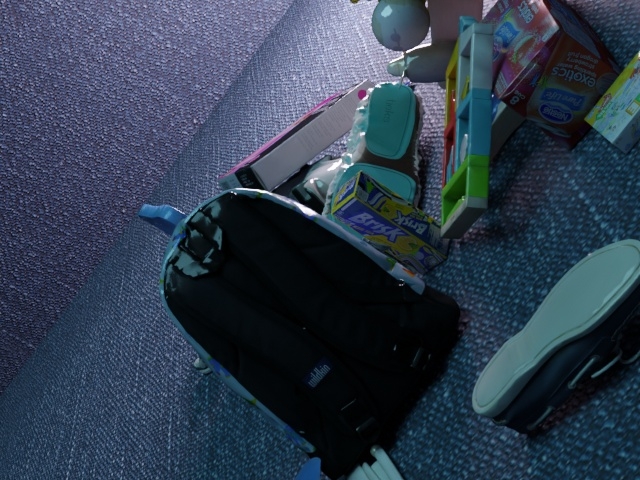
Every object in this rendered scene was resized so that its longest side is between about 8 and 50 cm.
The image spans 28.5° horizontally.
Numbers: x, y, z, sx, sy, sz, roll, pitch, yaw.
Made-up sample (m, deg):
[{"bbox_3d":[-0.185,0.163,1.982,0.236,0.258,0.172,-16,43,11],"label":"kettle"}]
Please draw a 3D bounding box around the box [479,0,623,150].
[{"bbox_3d":[0.302,-0.246,1.691,0.122,0.128,0.257,-49,20,21],"label":"box"}]

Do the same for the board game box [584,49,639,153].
[{"bbox_3d":[0.392,-0.186,1.518,0.154,0.026,0.103,-53,19,12],"label":"board game box"}]

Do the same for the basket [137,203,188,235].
[{"bbox_3d":[-0.174,0.019,2.201,0.201,0.289,0.255,-57,16,-7],"label":"basket"}]

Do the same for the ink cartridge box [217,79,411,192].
[{"bbox_3d":[-0.007,-0.199,2.295,0.371,0.069,0.176,-36,9,-23],"label":"ink cartridge box"}]

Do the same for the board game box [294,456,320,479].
[{"bbox_3d":[-0.015,0.357,1.564,0.168,0.033,0.133,-86,20,-48],"label":"board game box"}]

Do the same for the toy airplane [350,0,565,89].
[{"bbox_3d":[0.177,-0.383,1.869,0.384,0.386,0.272,-19,39,54],"label":"toy airplane"}]

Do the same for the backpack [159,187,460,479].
[{"bbox_3d":[-0.047,0.087,1.658,0.290,0.355,0.273,-56,13,3],"label":"backpack"}]

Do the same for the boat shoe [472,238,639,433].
[{"bbox_3d":[0.261,0.105,1.283,0.254,0.079,0.095,-52,21,22],"label":"boat shoe"}]

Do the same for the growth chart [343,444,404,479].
[{"bbox_3d":[0.025,0.361,1.549,0.237,0.021,0.172,-53,19,12],"label":"growth chart"}]

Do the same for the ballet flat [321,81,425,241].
[{"bbox_3d":[0.094,-0.089,2.014,0.147,0.147,0.409,-40,21,41],"label":"ballet flat"}]

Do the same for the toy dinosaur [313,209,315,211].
[{"bbox_3d":[0.000,0.000,2.115,0.053,0.092,0.183,-42,27,-3],"label":"toy dinosaur"}]

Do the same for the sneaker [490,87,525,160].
[{"bbox_3d":[0.235,-0.166,1.833,0.152,0.058,0.084,-47,26,15],"label":"sneaker"}]

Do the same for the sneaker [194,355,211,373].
[{"bbox_3d":[-0.206,0.204,2.348,0.135,0.058,0.052,-37,26,47],"label":"sneaker"}]

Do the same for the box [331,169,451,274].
[{"bbox_3d":[0.100,-0.024,1.765,0.059,0.169,0.054,-38,26,43],"label":"box"}]

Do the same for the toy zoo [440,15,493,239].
[{"bbox_3d":[0.197,-0.164,1.697,0.192,0.030,0.293,112,162,-77],"label":"toy zoo"}]

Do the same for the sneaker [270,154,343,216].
[{"bbox_3d":[-0.004,-0.078,2.251,0.146,0.122,0.330,-44,12,-22],"label":"sneaker"}]
